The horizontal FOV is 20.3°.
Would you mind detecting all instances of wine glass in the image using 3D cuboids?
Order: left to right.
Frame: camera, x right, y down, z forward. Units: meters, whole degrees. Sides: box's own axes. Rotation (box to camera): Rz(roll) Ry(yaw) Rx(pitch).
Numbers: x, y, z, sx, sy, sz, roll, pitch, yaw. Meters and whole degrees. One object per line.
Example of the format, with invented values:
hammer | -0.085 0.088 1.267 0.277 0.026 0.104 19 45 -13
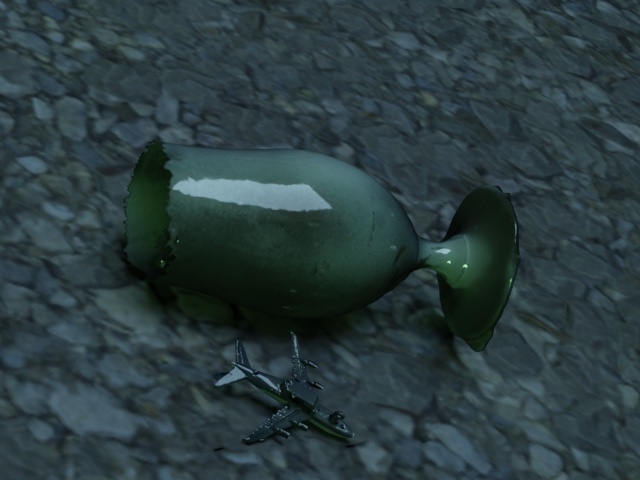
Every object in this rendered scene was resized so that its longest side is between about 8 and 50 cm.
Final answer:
wine glass | 0.000 0.000 1.038 0.222 0.103 0.103 10 36 -22

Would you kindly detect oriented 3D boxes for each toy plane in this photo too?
toy plane | -0.017 0.085 0.972 0.084 0.024 0.078 26 51 -2
